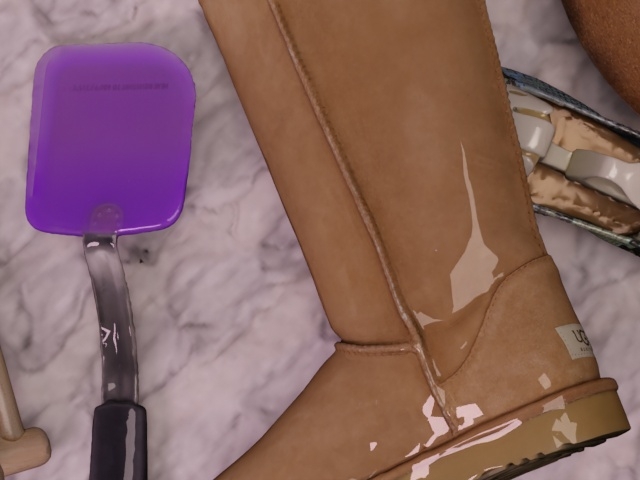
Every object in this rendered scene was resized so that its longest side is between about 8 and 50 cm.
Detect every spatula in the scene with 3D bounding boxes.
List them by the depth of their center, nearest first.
[{"bbox_3d":[-0.096,0.054,0.932,0.084,0.030,0.296,-1,90,17],"label":"spatula"}]

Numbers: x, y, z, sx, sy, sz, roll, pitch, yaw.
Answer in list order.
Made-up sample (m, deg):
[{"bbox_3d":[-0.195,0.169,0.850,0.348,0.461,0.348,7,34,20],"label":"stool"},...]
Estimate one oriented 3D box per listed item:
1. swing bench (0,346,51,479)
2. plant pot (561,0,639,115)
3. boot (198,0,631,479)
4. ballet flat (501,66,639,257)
[{"bbox_3d":[-0.279,0.016,0.859,0.254,0.165,0.253,-16,89,0],"label":"swing bench"},{"bbox_3d":[0.249,-0.171,0.849,0.237,0.254,0.237,3,76,-11],"label":"plant pot"},{"bbox_3d":[0.000,0.000,0.919,0.236,0.089,0.269,-24,76,16],"label":"boot"},{"bbox_3d":[0.117,-0.040,0.943,0.188,0.070,0.070,19,85,-3],"label":"ballet flat"}]
